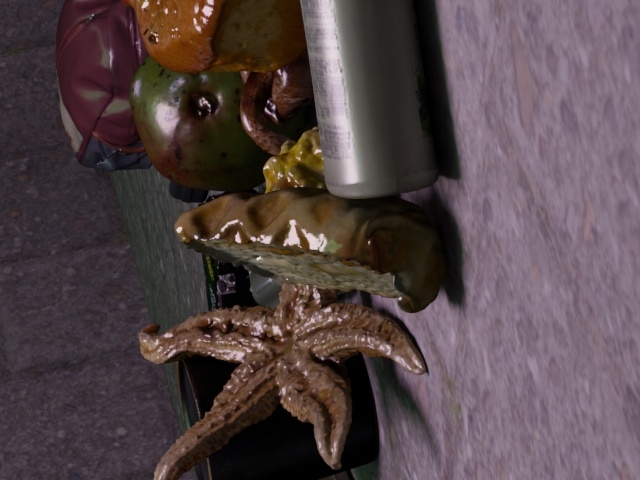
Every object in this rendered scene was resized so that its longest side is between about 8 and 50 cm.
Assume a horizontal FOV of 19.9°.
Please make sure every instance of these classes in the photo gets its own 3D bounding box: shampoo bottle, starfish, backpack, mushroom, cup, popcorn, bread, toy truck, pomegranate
[{"bbox_3d":[0.031,-0.155,1.373,0.118,0.087,0.234,-133,34,-76],"label":"shampoo bottle"},{"bbox_3d":[-0.039,0.090,1.706,0.375,0.094,0.327,-11,59,39],"label":"starfish"},{"bbox_3d":[-0.266,-0.267,2.529,0.317,0.197,0.283,125,135,-69],"label":"backpack"},{"bbox_3d":[-0.038,-0.161,1.716,0.135,0.080,0.171,150,120,-74],"label":"mushroom"},{"bbox_3d":[-0.054,0.159,1.891,0.239,0.177,0.166,-120,21,-60],"label":"cup"},{"bbox_3d":[0.005,-0.040,1.578,0.121,0.116,0.106,-61,12,-15],"label":"popcorn"},{"bbox_3d":[-0.079,-0.265,1.569,0.268,0.145,0.269,-179,90,-64],"label":"bread"},{"bbox_3d":[-0.096,0.047,2.243,0.121,0.088,0.259,-111,13,-44],"label":"toy truck"},{"bbox_3d":[-0.098,-0.134,1.882,0.224,0.181,0.182,27,-130,-79],"label":"pomegranate"},{"bbox_3d":[0.000,0.000,1.471,0.232,0.128,0.088,6,69,44],"label":"bread"}]

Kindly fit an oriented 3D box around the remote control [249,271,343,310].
[{"bbox_3d":[-0.033,0.013,1.938,0.335,0.065,0.128,141,119,-77],"label":"remote control"}]

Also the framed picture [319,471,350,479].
[{"bbox_3d":[0.022,0.339,2.095,0.335,0.022,0.247,-116,18,-53],"label":"framed picture"}]

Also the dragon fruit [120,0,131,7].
[{"bbox_3d":[-0.176,-0.346,2.056,0.172,0.172,0.210,-132,33,-70],"label":"dragon fruit"}]

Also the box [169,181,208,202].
[{"bbox_3d":[-0.141,-0.172,2.179,0.160,0.050,0.230,115,162,-72],"label":"box"}]
